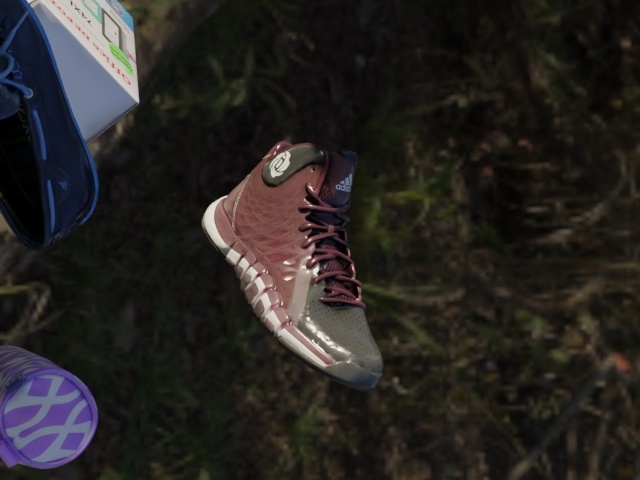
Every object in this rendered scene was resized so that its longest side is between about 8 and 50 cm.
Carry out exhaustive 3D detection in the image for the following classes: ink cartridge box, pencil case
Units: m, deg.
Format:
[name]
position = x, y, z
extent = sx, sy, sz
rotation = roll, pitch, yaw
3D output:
[ink cartridge box]
position = -0.381, -0.253, 1.757
extent = 0.198, 0.197, 0.270
rotation = 47, 16, -32
[pencil case]
position = -0.252, 0.141, 1.116
extent = 0.088, 0.206, 0.086
rotation = -46, 106, -15

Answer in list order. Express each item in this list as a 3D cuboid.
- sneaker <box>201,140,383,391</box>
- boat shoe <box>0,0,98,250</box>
[sneaker]
position = 0.000, 0.000, 1.231
extent = 0.106, 0.281, 0.162
rotation = 21, 112, -48
[boat shoe]
position = -0.245, -0.110, 1.002
extent = 0.258, 0.109, 0.089
rotation = 60, 29, -24
